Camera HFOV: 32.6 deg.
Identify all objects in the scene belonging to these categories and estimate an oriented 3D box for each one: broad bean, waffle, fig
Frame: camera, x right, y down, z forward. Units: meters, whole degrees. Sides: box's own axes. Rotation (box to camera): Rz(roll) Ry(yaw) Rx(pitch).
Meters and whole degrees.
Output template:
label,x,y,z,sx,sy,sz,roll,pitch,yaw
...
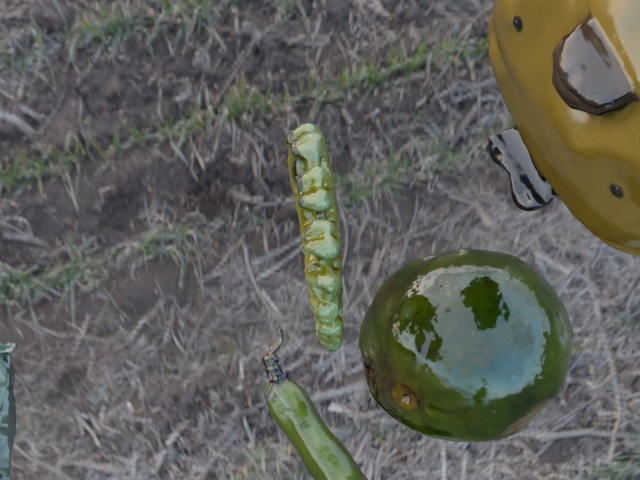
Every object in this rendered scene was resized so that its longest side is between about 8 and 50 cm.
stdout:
label,x,y,z,sx,sy,sz,roll,pitch,yaw
broad bean,0.016,0.246,1.160,0.067,0.075,0.325,-29,69,-21
waffle,0.000,0.000,0.889,0.036,0.183,0.169,-7,70,0
fig,0.155,0.091,1.048,0.245,0.195,0.195,-21,66,-44

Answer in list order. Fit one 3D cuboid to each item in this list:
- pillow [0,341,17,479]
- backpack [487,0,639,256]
label,x,y,z,sx,sy,sz,roll,pitch,yaw
pillow,-0.304,0.184,0.598,0.310,0.283,0.138,-13,27,-19
backpack,0.259,-0.139,0.729,0.201,0.378,0.353,-11,65,-27
